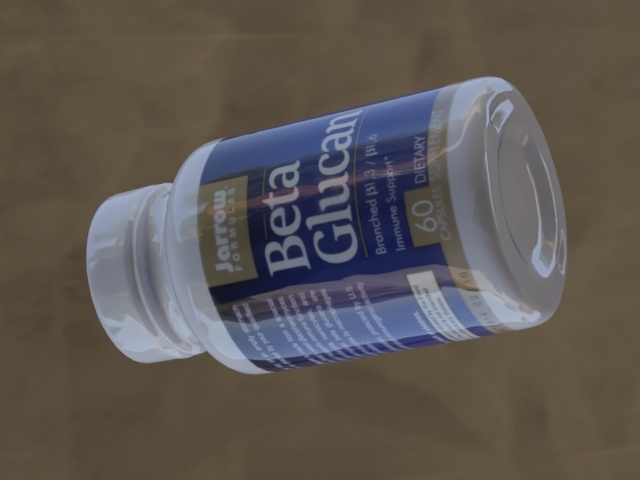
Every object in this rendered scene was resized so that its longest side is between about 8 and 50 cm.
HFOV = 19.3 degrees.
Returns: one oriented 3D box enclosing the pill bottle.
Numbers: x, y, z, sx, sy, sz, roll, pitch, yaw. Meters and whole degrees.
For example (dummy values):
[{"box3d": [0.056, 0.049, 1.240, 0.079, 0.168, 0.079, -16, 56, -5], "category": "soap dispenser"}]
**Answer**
[{"box3d": [0.000, 0.000, 0.714, 0.094, 0.169, 0.094, 39, -135, -54], "category": "pill bottle"}]
